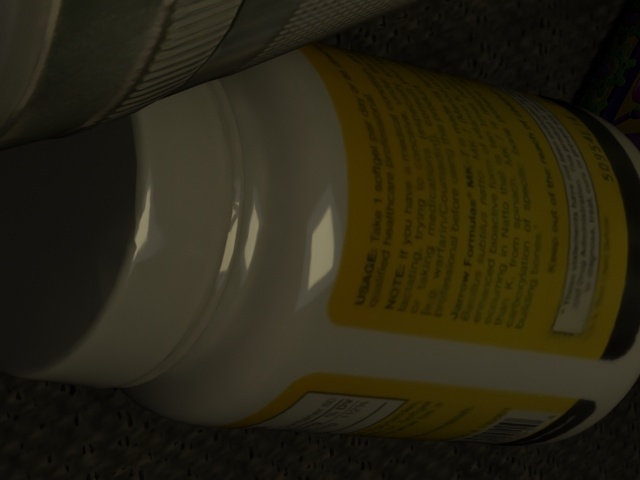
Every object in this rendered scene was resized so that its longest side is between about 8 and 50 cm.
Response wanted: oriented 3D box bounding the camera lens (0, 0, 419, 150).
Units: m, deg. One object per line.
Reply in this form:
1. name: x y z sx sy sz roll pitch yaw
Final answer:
1. camera lens: -0.038 -0.149 0.438 0.274 0.219 0.219 -25 116 -33

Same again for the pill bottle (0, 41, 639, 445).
1. pill bottle: 0.000 0.000 0.576 0.208 0.119 0.119 9 95 -41

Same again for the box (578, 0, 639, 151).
1. box: 0.275 -0.055 0.686 0.177 0.279 0.290 39 77 -39
